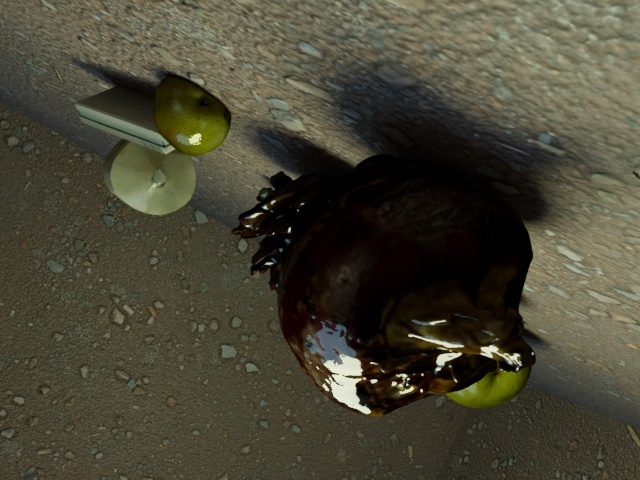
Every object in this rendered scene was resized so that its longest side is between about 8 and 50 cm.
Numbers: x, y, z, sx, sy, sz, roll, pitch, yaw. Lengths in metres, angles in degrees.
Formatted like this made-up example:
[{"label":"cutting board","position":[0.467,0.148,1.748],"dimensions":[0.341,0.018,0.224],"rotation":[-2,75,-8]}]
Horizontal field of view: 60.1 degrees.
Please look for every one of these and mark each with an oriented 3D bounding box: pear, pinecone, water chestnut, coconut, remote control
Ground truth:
[{"label":"pear","position":[-0.229,-0.204,0.951],"dimensions":[0.141,0.104,0.141],"rotation":[24,169,5]},{"label":"pinecone","position":[-0.001,0.007,1.013],"dimensions":[0.295,0.242,0.298],"rotation":[33,180,-2]},{"label":"water chestnut","position":[0.120,0.070,0.681],"dimensions":[0.335,0.335,0.347],"rotation":[34,-174,-41]},{"label":"coconut","position":[-0.443,-0.177,1.454],"dimensions":[0.241,0.241,0.241],"rotation":[27,172,4]},{"label":"pear","position":[0.457,0.345,1.599],"dimensions":[0.294,0.294,0.294],"rotation":[27,172,4]},{"label":"remote control","position":[-0.360,-0.242,1.100],"dimensions":[0.277,0.103,0.056],"rotation":[23,135,31]}]

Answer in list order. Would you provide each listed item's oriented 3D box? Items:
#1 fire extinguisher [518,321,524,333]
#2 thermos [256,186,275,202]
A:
[{"label":"fire extinguisher","position":[0.442,0.193,1.436],"dimensions":[0.177,0.050,0.062],"rotation":[28,-169,-8]},{"label":"thermos","position":[-0.067,-0.058,1.363],"dimensions":[0.124,0.099,0.232],"rotation":[-21,137,26]}]
